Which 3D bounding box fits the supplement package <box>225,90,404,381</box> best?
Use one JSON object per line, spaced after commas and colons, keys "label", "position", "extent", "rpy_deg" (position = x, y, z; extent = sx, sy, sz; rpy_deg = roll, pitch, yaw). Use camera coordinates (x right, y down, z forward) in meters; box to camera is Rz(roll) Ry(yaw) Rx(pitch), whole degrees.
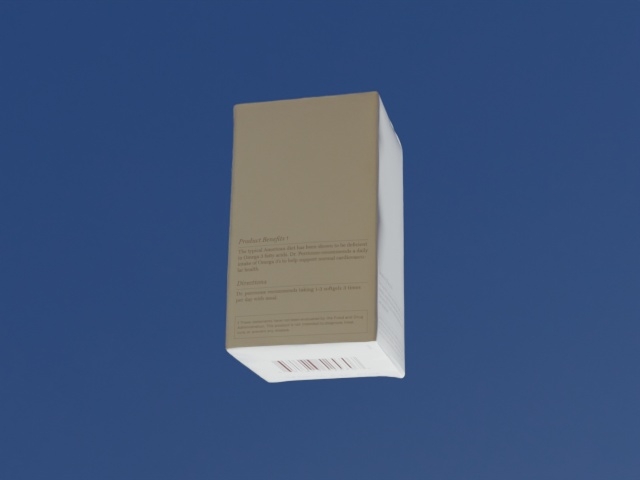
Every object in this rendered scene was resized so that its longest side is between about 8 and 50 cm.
{"label": "supplement package", "position": [0.000, 0.000, 0.841], "extent": [0.105, 0.105, 0.179], "rpy_deg": [-4, -110, 14]}
